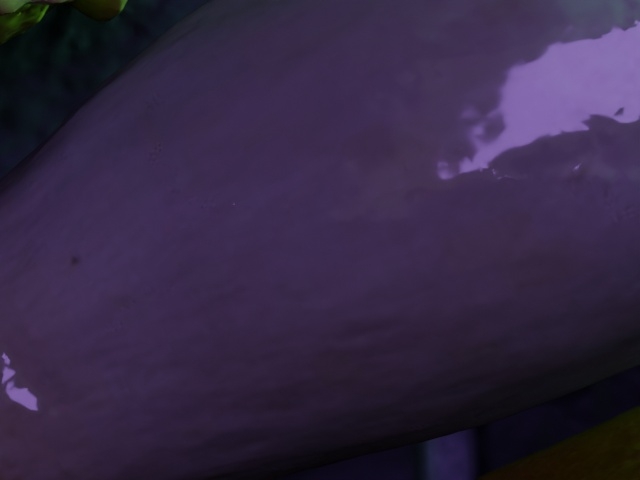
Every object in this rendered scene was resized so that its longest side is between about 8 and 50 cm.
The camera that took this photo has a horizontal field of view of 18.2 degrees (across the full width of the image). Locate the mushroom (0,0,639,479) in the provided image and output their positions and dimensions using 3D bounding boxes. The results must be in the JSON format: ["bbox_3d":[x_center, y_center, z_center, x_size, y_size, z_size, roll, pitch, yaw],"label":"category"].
[{"bbox_3d":[0.000,0.000,0.480,0.350,0.128,0.128,-28,79,3],"label":"mushroom"}]

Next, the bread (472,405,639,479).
[{"bbox_3d":[0.165,0.055,0.434,0.361,0.138,0.077,-24,106,6],"label":"bread"}]

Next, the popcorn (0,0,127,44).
[{"bbox_3d":[-0.116,-0.106,0.500,0.167,0.148,0.152,17,47,17],"label":"popcorn"}]
